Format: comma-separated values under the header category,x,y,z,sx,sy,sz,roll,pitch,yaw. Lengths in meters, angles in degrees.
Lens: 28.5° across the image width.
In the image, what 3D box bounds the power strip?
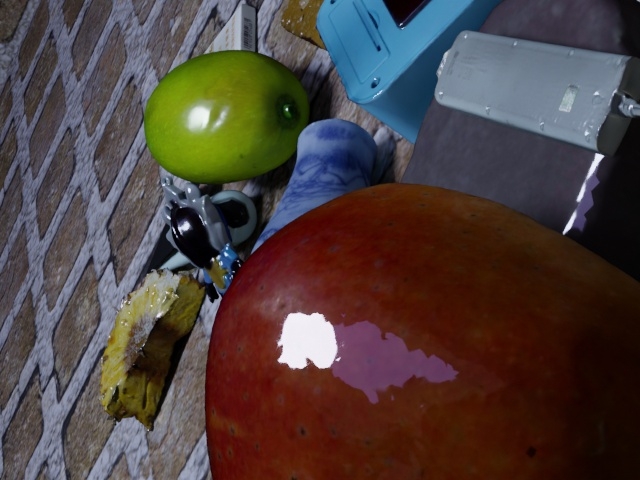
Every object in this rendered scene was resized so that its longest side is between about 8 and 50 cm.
category,x,y,z,sx,sy,sz,roll,pitch,yaw
power strip,0.146,-0.101,0.833,0.252,0.027,0.060,32,102,64

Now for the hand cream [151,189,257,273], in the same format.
category,x,y,z,sx,sy,sz,roll,pitch,yaw
hand cream,-0.172,-0.014,1.719,0.320,0.067,0.109,-15,53,64

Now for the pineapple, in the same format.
category,x,y,z,sx,sy,sz,roll,pitch,yaw
pineapple,-0.238,0.133,1.733,0.135,0.079,0.233,31,96,55

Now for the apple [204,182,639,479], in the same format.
category,x,y,z,sx,sy,sz,roll,pitch,yaw
apple,0.096,0.142,0.815,0.365,0.329,0.295,6,70,48

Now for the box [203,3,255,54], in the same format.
category,x,y,z,sx,sy,sz,roll,pitch,yaw
box,-0.159,-0.235,1.857,0.220,0.032,0.122,-46,36,42

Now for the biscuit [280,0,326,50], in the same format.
category,x,y,z,sx,sy,sz,roll,pitch,yaw
biscuit,0.019,-0.301,1.561,0.131,0.026,0.237,-65,26,9

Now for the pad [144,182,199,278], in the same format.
category,x,y,z,sx,sy,sz,roll,pitch,yaw
pad,-0.207,-0.023,1.786,0.190,0.004,0.127,-34,34,65

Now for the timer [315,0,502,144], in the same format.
category,x,y,z,sx,sy,sz,roll,pitch,yaw
timer,0.122,-0.252,1.305,0.250,0.091,0.232,-47,33,21

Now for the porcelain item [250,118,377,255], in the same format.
category,x,y,z,sx,sy,sz,roll,pitch,yaw
porcelain item,0.000,0.000,1.289,0.141,0.141,0.259,-41,31,47

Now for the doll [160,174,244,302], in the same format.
category,x,y,z,sx,sy,sz,roll,pitch,yaw
doll,-0.141,0.002,1.536,0.096,0.070,0.195,-42,78,42

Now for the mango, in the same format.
category,x,y,z,sx,sy,sz,roll,pitch,yaw
mango,-0.137,-0.157,1.600,0.343,0.192,0.156,17,129,66

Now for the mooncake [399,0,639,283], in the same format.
category,x,y,z,sx,sy,sz,roll,pitch,yaw
mooncake,0.176,-0.034,0.936,0.306,0.154,0.306,-40,40,45
